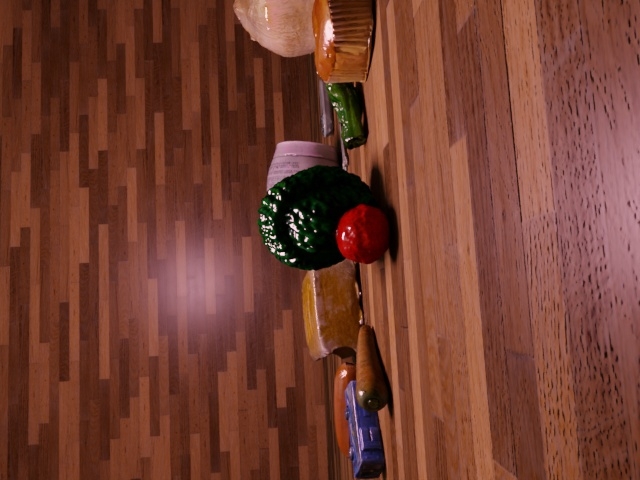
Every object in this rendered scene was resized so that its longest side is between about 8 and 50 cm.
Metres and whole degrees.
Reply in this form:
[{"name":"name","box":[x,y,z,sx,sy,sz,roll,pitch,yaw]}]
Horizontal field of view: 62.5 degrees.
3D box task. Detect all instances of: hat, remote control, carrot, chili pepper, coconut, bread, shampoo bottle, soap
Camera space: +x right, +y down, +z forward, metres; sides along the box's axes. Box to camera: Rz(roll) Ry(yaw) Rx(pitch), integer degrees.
[{"name":"hat","box":[0.024,-0.045,1.168,0.242,0.274,0.332,56,165,-25]},{"name":"remote control","box":[0.022,-0.541,2.154,0.104,0.052,0.248,99,167,-77]},{"name":"carrot","box":[0.118,0.290,1.288,0.298,0.078,0.078,-88,-2,-60]},{"name":"chili pepper","box":[0.072,-0.348,1.397,0.099,0.083,0.254,91,170,-54]},{"name":"coconut","box":[-0.128,-0.860,1.902,0.404,0.404,0.405,177,90,-86]},{"name":"bread","box":[0.050,-0.490,1.255,0.250,0.133,0.179,97,166,-71]},{"name":"shampoo bottle","box":[-0.056,-0.219,1.915,0.273,0.272,0.267,151,126,-86]},{"name":"soap","box":[0.035,0.227,1.676,0.335,0.156,0.294,119,148,-74]}]

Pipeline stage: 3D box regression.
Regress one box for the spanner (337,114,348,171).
[{"name":"spanner","box":[0.072,-0.357,1.801,0.071,0.017,0.302,93,174,-57]}]

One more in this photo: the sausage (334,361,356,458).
[{"name":"sausage","box":[0.088,0.492,1.533,0.105,0.105,0.275,-161,68,-86]}]

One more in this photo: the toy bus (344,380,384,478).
[{"name":"toy bus","box":[0.110,0.482,1.364,0.094,0.079,0.237,94,172,-47]}]
